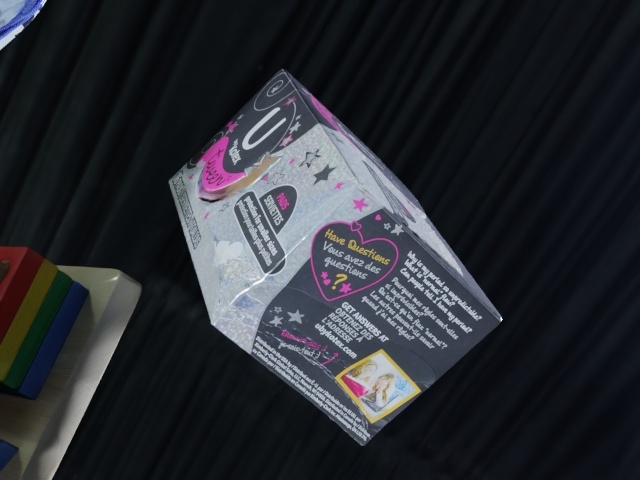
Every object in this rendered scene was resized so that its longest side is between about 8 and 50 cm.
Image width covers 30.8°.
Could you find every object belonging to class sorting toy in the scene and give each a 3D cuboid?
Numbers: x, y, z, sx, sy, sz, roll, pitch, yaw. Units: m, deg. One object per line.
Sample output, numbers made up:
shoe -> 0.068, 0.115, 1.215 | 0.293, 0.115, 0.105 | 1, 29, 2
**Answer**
sorting toy -> -0.289, 0.117, 0.856 | 0.257, 0.255, 0.089 | 2, -29, 45

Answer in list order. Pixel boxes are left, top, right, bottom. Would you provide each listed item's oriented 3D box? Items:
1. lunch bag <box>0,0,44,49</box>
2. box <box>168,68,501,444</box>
lunch bag -> -0.516, -0.246, 1.279 | 0.385, 0.239, 0.328 | -15, 7, -31
box -> 0.000, 0.000, 0.873 | 0.163, 0.142, 0.247 | 42, 9, -27
